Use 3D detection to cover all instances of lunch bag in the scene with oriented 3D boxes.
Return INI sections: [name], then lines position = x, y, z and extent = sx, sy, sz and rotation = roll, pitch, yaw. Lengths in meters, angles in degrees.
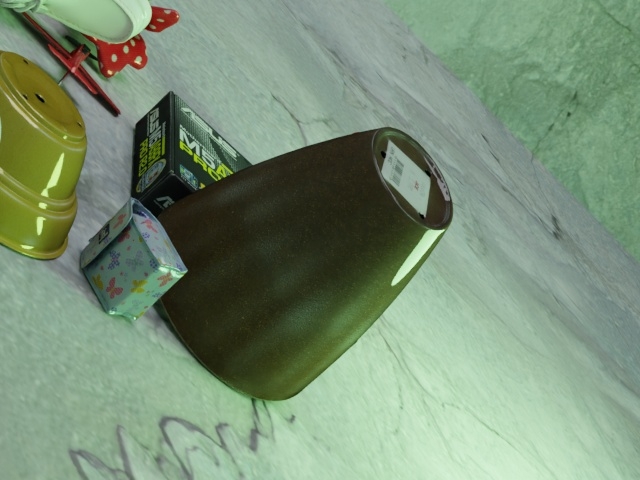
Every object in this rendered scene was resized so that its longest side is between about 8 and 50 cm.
[lunch bag]
position = -0.167, 0.015, 1.660
extent = 0.053, 0.071, 0.083
rotation = 21, 33, -53

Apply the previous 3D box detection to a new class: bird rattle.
[bird rattle]
position = -0.256, -0.287, 2.167
extent = 0.207, 0.143, 0.253
rotation = 35, 29, -6

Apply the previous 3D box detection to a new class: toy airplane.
[toy airplane]
position = -0.256, -0.185, 1.994
extent = 0.151, 0.028, 0.151
rotation = 46, 15, -15

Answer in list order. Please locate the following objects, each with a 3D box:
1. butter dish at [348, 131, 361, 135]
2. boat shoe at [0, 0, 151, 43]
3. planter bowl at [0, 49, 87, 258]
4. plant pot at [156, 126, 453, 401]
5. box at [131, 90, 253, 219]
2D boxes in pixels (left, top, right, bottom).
[butter dish]
position = 0.032, -0.016, 2.218
extent = 0.160, 0.160, 0.118
rotation = 48, -8, -2
[boat shoe]
position = -0.303, -0.273, 1.970
extent = 0.277, 0.098, 0.096
rotation = 31, 42, -16
[planter bowl]
position = -0.262, -0.094, 1.626
extent = 0.217, 0.090, 0.217
rotation = 45, 15, -16
[plant pot]
position = 0.000, 0.000, 1.757
extent = 0.215, 0.230, 0.215
rotation = 34, 37, -31
[box]
position = -0.079, -0.011, 1.998
extent = 0.270, 0.060, 0.216
rotation = 43, 17, -20
